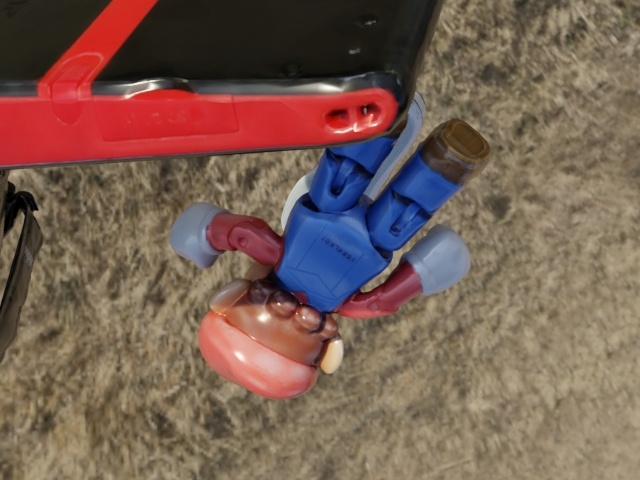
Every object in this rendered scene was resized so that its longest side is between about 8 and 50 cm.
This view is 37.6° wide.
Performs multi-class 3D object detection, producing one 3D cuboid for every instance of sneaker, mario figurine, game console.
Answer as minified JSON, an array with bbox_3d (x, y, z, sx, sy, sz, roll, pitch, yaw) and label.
[{"bbox_3d":[0.050,-0.087,1.192,0.094,0.091,0.258,47,122,3],"label":"sneaker"},{"bbox_3d":[0.000,0.000,0.821,0.170,0.198,0.320,-4,138,-52],"label":"mario figurine"},{"bbox_3d":[-0.080,-0.167,0.587,0.342,0.386,0.060,2,130,17],"label":"game console"}]

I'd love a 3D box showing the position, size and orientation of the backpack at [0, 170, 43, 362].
[{"bbox_3d":[-0.384,0.024,0.872,0.213,0.263,0.276,2,164,-10],"label":"backpack"}]
